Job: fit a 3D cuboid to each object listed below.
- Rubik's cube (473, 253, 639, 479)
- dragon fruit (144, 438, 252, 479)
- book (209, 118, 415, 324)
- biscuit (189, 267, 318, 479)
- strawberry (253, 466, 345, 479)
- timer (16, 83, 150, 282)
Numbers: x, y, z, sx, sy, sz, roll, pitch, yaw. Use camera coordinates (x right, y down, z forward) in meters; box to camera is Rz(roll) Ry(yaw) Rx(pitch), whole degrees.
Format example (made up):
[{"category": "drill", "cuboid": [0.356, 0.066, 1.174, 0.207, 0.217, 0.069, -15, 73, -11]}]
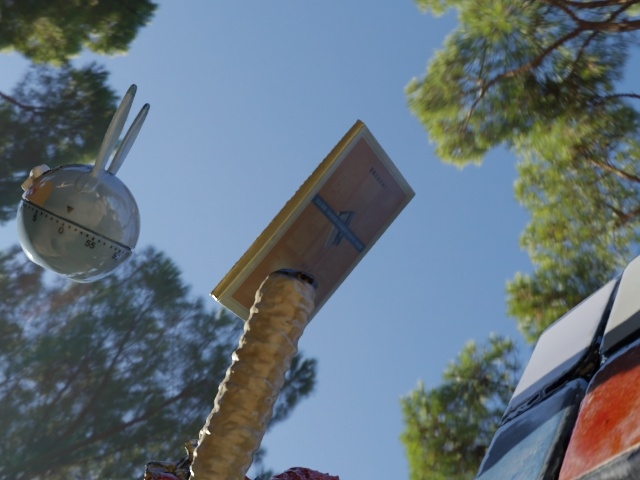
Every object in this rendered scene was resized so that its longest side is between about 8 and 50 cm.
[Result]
[{"category": "Rubik's cube", "cuboid": [0.347, 0.200, 0.769, 0.318, 0.316, 0.313, 37, -41, -2]}, {"category": "dragon fruit", "cuboid": [-0.152, 0.357, 1.136, 0.262, 0.134, 0.211, -14, -74, 48]}, {"category": "book", "cuboid": [0.001, 0.000, 1.010, 0.018, 0.170, 0.241, 37, -94, 35]}, {"category": "biscuit", "cuboid": [-0.060, 0.124, 0.824, 0.055, 0.061, 0.219, 5, -115, 34]}, {"category": "strawberry", "cuboid": [-0.011, 0.500, 1.416, 0.351, 0.312, 0.267, -2, -90, 39]}, {"category": "timer", "cuboid": [-0.314, -0.072, 1.198, 0.176, 0.175, 0.255, 2, -93, 11]}]
